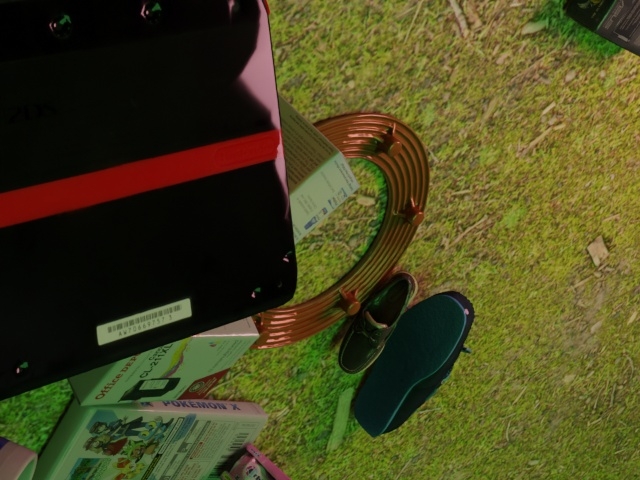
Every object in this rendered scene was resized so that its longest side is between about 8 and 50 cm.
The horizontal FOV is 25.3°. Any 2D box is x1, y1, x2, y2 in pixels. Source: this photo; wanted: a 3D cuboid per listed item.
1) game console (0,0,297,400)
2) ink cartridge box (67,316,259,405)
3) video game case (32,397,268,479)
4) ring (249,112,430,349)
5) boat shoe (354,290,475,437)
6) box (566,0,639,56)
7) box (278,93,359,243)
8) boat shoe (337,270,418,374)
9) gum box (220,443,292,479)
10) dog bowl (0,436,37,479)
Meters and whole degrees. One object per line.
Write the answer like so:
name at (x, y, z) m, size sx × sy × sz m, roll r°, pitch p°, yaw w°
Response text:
game console at (-0.186, -0.065, 1.254) m, size 0.386 × 0.060 × 0.342 m, roll -17°, pitch 108°, yaw -40°
ink cartridge box at (-0.176, 0.114, 1.546) m, size 0.175 × 0.072 × 0.127 m, roll 2°, pitch 140°, yaw -45°
video game case at (-0.250, 0.326, 1.736) m, size 0.300 × 0.036 × 0.329 m, roll 11°, pitch 117°, yaw -49°
ring at (0.000, 0.000, 1.667) m, size 0.336 × 0.032 × 0.337 m, roll -26°, pitch 139°, yaw -25°
boat shoe at (0.130, 0.155, 1.906) m, size 0.089 × 0.109 × 0.258 m, roll -13°, pitch 150°, yaw -46°
box at (0.420, -0.339, 1.724) m, size 0.183 × 0.059 × 0.233 m, roll 12°, pitch 115°, yaw -49°
box at (-0.054, -0.064, 1.470) m, size 0.137 × 0.126 × 0.072 m, roll -41°, pitch 145°, yaw -5°
boat shoe at (0.068, 0.103, 1.804) m, size 0.152 × 0.056 × 0.049 m, roll -59°, pitch 169°, yaw 3°
gum box at (-0.058, 0.339, 1.836) m, size 0.062 × 0.107 × 0.188 m, roll -46°, pitch 158°, yaw -13°
dog bowl at (-0.385, 0.310, 1.407) m, size 0.265 × 0.104 × 0.265 m, roll -155°, pitch -90°, yaw -89°
